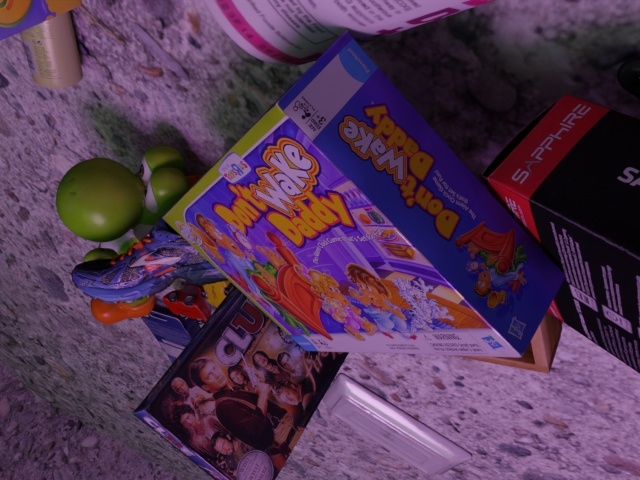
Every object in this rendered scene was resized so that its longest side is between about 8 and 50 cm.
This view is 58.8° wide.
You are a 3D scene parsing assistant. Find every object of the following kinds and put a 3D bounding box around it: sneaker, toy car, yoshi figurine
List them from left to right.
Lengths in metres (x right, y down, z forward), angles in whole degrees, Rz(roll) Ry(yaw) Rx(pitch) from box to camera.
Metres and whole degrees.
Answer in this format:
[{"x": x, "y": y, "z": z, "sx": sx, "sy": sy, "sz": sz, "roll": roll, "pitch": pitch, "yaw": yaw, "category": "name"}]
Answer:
[{"x": -0.300, "y": -0.015, "z": 0.834, "sx": 0.203, "sy": 0.203, "sz": 0.362, "roll": 41, "pitch": 142, "yaw": 2, "category": "yoshi figurine"}, {"x": -0.199, "y": 0.014, "z": 0.704, "sx": 0.221, "sy": 0.083, "sz": 0.087, "roll": -13, "pitch": 111, "yaw": -3, "category": "sneaker"}, {"x": -0.150, "y": 0.136, "z": 1.000, "sx": 0.225, "sy": 0.053, "sz": 0.239, "roll": 43, "pitch": 144, "yaw": -12, "category": "toy car"}]

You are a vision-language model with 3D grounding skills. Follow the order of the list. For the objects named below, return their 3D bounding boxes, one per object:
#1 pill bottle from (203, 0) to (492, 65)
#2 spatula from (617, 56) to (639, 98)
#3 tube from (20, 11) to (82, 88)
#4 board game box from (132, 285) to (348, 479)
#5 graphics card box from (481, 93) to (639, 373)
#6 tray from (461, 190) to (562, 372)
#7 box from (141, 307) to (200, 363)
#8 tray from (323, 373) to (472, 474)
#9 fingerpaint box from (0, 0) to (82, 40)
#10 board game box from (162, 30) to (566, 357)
[{"x": 0.061, "y": -0.214, "z": 0.335, "sx": 0.283, "sy": 0.160, "sz": 0.160, "roll": -3, "pitch": 130, "yaw": 41, "category": "pill bottle"}, {"x": 0.343, "y": -0.049, "z": 0.408, "sx": 0.297, "sy": 0.030, "sz": 0.084, "roll": 33, "pitch": 147, "yaw": 3, "category": "spatula"}, {"x": -0.324, "y": -0.293, "z": 0.651, "sx": 0.070, "sy": 0.062, "sz": 0.240, "roll": -8, "pitch": 138, "yaw": -15, "category": "tube"}, {"x": -0.073, "y": 0.151, "z": 0.666, "sx": 0.165, "sy": 0.243, "sz": 0.042, "roll": 44, "pitch": 144, "yaw": -12, "category": "board game box"}, {"x": 0.293, "y": 0.067, "z": 0.351, "sx": 0.371, "sy": 0.094, "sz": 0.233, "roll": 41, "pitch": 176, "yaw": 44, "category": "graphics card box"}, {"x": 0.062, "y": 0.034, "z": 0.696, "sx": 0.411, "sy": 0.076, "sz": 0.202, "roll": 4, "pitch": 134, "yaw": 35, "category": "tray"}, {"x": -0.300, "y": 0.215, "z": 1.224, "sx": 0.137, "sy": 0.036, "sz": 0.225, "roll": 11, "pitch": 139, "yaw": 29, "category": "box"}, {"x": 0.128, "y": 0.349, "z": 1.041, "sx": 0.270, "sy": 0.030, "sz": 0.145, "roll": 31, "pitch": 143, "yaw": 6, "category": "tray"}, {"x": -0.394, "y": -0.432, "z": 0.425, "sx": 0.371, "sy": 0.163, "sz": 0.444, "roll": 28, "pitch": 138, "yaw": 10, "category": "fingerpaint box"}, {"x": 0.000, "y": 0.000, "z": 0.520, "sx": 0.233, "sy": 0.078, "sz": 0.347, "roll": 45, "pitch": 155, "yaw": -12, "category": "board game box"}]
